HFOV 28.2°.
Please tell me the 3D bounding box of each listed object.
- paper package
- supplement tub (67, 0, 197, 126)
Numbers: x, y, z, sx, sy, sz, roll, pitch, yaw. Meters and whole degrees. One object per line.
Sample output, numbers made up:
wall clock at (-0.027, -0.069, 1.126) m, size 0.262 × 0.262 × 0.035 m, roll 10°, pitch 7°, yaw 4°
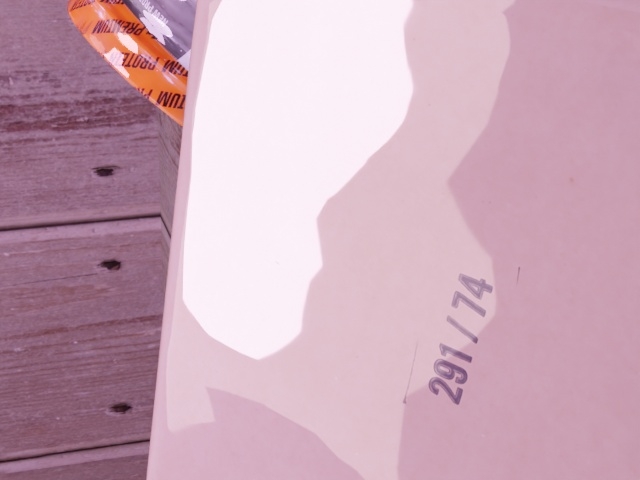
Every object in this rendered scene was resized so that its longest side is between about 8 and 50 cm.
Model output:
paper package at (0.083, 0.019, 0.640) m, size 0.309 × 0.168 × 0.325 m, roll 18°, pitch 109°, yaw 29°
supplement tub at (0.005, -0.228, 0.821) m, size 0.338 × 0.207 × 0.207 m, roll -49°, pitch 30°, yaw 10°
